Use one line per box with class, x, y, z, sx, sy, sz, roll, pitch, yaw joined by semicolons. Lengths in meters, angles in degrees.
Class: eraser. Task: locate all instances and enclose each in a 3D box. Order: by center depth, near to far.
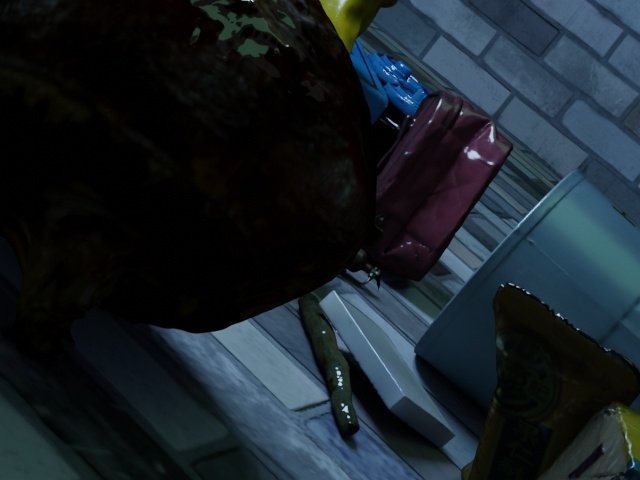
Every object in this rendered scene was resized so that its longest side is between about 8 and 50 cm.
eraser;0.062;0.120;1.272;0.104;0.023;0.150;40;11;-46

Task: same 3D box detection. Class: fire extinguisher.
fire extinguisher;0.000;0.000;1.527;0.173;0.035;0.049;35;11;1

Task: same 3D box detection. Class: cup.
cup;0.285;0.143;1.441;0.311;0.331;0.257;42;49;10

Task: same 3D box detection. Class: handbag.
handbag;0.125;-0.068;1.648;0.135;0.225;0.146;36;2;-5

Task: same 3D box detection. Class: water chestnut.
water chestnut;-0.129;-0.054;0.942;0.350;0.302;0.350;25;-26;13

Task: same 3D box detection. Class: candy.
candy;0.185;0.151;1.129;0.143;0.271;0.101;35;55;25

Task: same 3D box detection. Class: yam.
yam;0.010;0.109;1.236;0.234;0.027;0.029;-111;177;-62

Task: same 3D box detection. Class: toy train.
toy train;0.017;-0.189;1.830;0.265;0.188;0.300;32;17;-20

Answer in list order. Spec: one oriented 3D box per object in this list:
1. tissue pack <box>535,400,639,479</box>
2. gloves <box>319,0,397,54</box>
tissue pack;0.269;0.275;1.015;0.271;0.192;0.134;37;16;-6
gloves;-0.032;-0.207;1.606;0.133;0.294;0.116;22;-17;46
